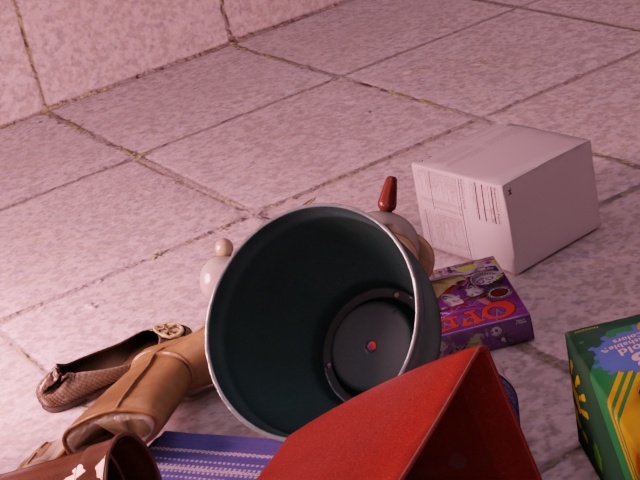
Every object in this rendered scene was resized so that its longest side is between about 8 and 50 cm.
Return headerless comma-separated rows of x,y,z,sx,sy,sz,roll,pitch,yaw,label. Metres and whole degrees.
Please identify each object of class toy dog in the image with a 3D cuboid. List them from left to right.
0.000,0.000,2.066,0.333,0.161,0.220,-5,-1,-11,toy dog

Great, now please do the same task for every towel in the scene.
-0.150,0.334,1.741,0.243,0.040,0.336,0,28,22,towel

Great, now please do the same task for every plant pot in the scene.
-0.274,0.306,1.636,0.165,0.167,0.167,-12,23,13,plant pot
0.032,0.119,1.852,0.293,0.293,0.196,3,-13,31,plant pot
0.066,0.296,1.466,0.235,0.267,0.267,-14,20,31,plant pot

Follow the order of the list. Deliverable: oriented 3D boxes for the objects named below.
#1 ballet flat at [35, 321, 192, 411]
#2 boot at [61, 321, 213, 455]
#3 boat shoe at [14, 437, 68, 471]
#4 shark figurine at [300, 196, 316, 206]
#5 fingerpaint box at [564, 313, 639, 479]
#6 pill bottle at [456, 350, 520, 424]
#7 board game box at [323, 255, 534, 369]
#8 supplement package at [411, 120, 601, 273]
-0.295,0.170,2.140,0.250,0.058,0.084,-23,26,-24,ballet flat
-0.186,0.191,1.943,0.236,0.089,0.269,-25,8,17,boot
-0.355,0.301,1.881,0.059,0.063,0.170,-7,14,18,boat shoe
-0.026,0.021,2.280,0.166,0.116,0.278,-40,8,-9,shark figurine
0.525,0.186,1.568,0.444,0.163,0.371,-13,23,-1,fingerpaint box
0.179,0.210,1.751,0.112,0.112,0.187,-8,24,9,pill bottle
0.104,0.118,2.081,0.346,0.056,0.208,-14,27,-3,board game box
0.285,-0.071,2.282,0.194,0.149,0.203,-27,27,-30,supplement package
